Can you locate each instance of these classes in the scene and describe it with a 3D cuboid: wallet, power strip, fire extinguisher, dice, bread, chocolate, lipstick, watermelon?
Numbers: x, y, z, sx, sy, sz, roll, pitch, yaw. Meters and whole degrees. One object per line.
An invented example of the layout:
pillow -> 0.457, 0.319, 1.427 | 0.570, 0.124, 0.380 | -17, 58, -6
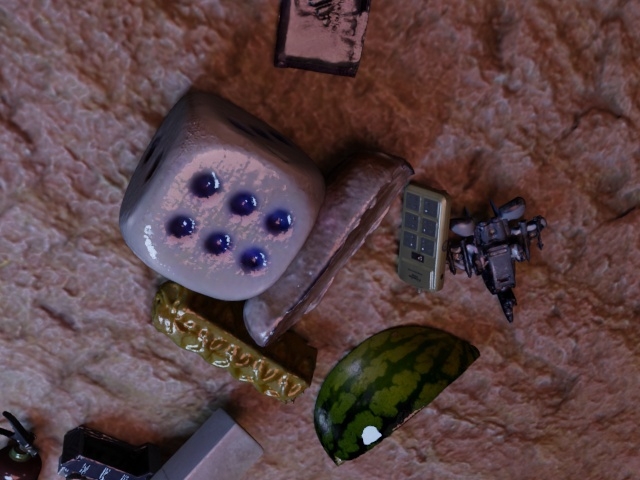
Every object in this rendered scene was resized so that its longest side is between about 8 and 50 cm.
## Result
wallet -> 0.006, -0.291, 0.892 | 0.111, 0.030, 0.166 | 6, 112, -11
power strip -> 0.149, 0.003, 1.041 | 0.028, 0.076, 0.169 | -22, 122, -41
fire extinguisher -> -0.474, 0.360, 1.066 | 0.099, 0.071, 0.231 | 25, 108, 6
dice -> -0.122, -0.055, 0.882 | 0.193, 0.192, 0.194 | 30, 106, -23
bread -> -0.123, 0.140, 1.032 | 0.269, 0.087, 0.098 | 35, 103, -26
chocolate -> 0.000, 0.000, 0.962 | 0.100, 0.185, 0.303 | 35, 101, 6
lipstick -> -0.241, 0.410, 1.031 | 0.371, 0.079, 0.076 | -46, 115, -14
watermelon -> 0.110, 0.252, 1.118 | 0.303, 0.128, 0.159 | -42, 117, 8

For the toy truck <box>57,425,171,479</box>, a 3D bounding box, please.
toy truck -> -0.306, 0.355, 1.092 | 0.192, 0.083, 0.092 | 31, 99, -23

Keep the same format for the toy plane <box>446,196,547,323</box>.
toy plane -> 0.269, 0.046, 1.087 | 0.169, 0.078, 0.246 | -18, 119, 6
